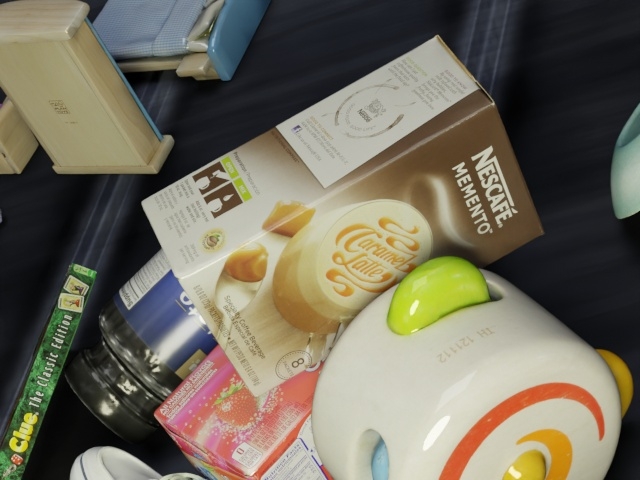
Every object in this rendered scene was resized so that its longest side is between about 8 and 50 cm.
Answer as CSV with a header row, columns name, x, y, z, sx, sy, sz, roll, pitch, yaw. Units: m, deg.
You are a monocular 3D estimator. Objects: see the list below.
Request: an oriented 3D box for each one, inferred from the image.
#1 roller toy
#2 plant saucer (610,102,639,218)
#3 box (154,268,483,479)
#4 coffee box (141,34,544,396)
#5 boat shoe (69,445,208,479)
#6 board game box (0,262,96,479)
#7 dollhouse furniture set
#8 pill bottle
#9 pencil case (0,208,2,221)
name,x,y,z,sx,sy,sz,roll,pitch,yaw
roller toy,0.106,0.130,1.015,0.191,0.209,0.146,-56,42,7
plant saucer,0.285,-0.105,1.173,0.195,0.037,0.195,-52,2,3
box,0.015,0.102,1.140,0.122,0.128,0.257,24,64,43
coffee box,0.018,-0.017,1.051,0.246,0.141,0.098,-30,42,-2
boat shoe,-0.100,0.212,1.102,0.226,0.083,0.076,36,114,30
board game box,-0.254,0.156,1.245,0.030,0.136,0.260,20,49,-8
dollhouse furniture set,-0.252,-0.247,1.589,0.286,0.198,0.303,1,49,30
pill bottle,-0.107,0.065,1.237,0.219,0.123,0.123,-45,42,2
pencil case,-0.428,-0.058,1.498,0.086,0.206,0.088,-29,42,21
